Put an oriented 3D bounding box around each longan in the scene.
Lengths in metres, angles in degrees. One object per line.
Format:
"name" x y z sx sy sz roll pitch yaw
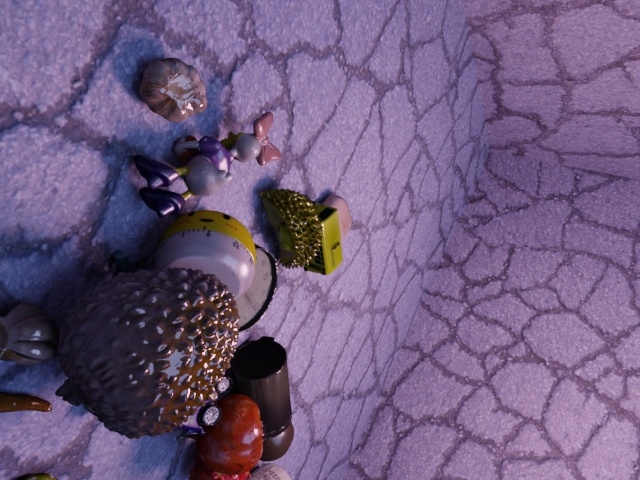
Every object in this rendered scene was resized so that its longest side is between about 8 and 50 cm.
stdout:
"longan" -0.200 0.748 1.969 0.197 0.197 0.220 -31 132 -47

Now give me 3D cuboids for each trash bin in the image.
"trash bin" -0.209 0.532 1.819 0.252 0.203 0.301 -74 165 -60

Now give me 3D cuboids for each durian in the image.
"durian" -0.090 -0.033 1.738 0.157 0.170 0.355 -52 146 -40

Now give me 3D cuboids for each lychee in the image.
"lychee" -0.383 0.243 1.157 0.432 0.380 0.380 -29 135 -14

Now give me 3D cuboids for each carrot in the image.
"carrot" -0.684 0.365 1.138 0.047 0.047 0.191 -65 153 -9

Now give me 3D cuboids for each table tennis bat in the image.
"table tennis bat" -0.488 0.106 1.314 0.124 0.033 0.201 -46 144 -38

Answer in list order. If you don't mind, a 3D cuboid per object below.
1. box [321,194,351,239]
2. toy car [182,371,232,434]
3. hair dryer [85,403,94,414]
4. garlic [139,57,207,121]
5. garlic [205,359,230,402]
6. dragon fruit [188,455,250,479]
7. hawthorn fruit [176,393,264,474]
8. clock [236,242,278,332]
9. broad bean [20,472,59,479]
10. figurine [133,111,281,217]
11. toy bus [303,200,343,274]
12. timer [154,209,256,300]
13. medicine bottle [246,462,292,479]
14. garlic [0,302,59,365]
"box" 0.058 -0.087 2.014 0.146 0.088 0.200 -53 144 -25
"toy car" -0.393 0.452 1.538 0.158 0.172 0.235 31 75 -44
"hair dryer" -0.579 0.376 1.307 0.106 0.054 0.154 -56 142 -31
"garlic" -0.351 -0.357 1.204 0.159 0.102 0.147 -3 104 -39
"garlic" -0.359 0.302 1.402 0.210 0.237 0.291 27 44 -33
"dragon fruit" -0.335 0.767 1.771 0.205 0.210 0.268 -51 -167 27
"hawthorn fruit" -0.315 0.617 1.607 0.272 0.242 0.241 -7 120 -12
"clock" -0.257 0.159 1.680 0.313 0.061 0.312 -33 132 -46
"broad bean" -0.708 0.592 1.217 0.214 0.048 0.070 36 77 -55
"figurine" -0.276 -0.207 1.321 0.421 0.193 0.154 -45 137 -44
"toy bus" 0.000 0.000 1.910 0.128 0.150 0.262 -43 138 -40
"timer" -0.301 0.018 1.384 0.285 0.285 0.285 -34 133 -45
"medicine bottle" -0.282 1.057 1.991 0.372 0.211 0.210 -15 119 -55
"garlic" -0.610 0.215 1.090 0.127 0.131 0.194 -31 152 -2
